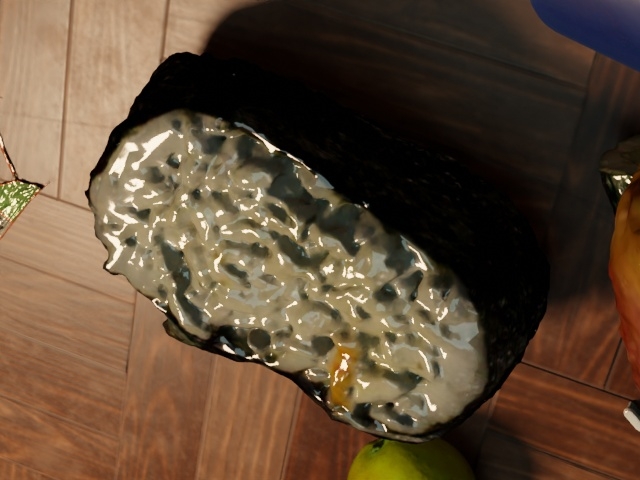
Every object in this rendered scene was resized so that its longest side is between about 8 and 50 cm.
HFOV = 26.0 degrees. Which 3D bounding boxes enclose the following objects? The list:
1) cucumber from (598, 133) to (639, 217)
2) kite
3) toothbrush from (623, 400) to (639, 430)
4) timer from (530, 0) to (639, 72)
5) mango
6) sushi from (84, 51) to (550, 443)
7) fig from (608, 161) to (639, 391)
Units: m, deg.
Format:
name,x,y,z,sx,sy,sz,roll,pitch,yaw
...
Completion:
name,x,y,z,sx,sy,sz,roll,pitch,yaw
cucumber,0.280,0.031,1.012,0.074,0.074,0.241,-18,113,30
kite,-0.335,-0.076,1.243,0.198,0.006,0.244,4,120,21
toothbrush,0.301,0.192,1.129,0.162,0.017,0.014,47,131,-8
timer,0.119,-0.258,0.827,0.384,0.270,0.270,22,126,26
mango,0.077,0.237,1.204,0.117,0.089,0.163,13,123,15
sushi,0.000,0.000,1.050,0.350,0.171,0.211,27,123,5
fig,0.378,0.023,0.864,0.286,0.369,0.286,163,90,-71
